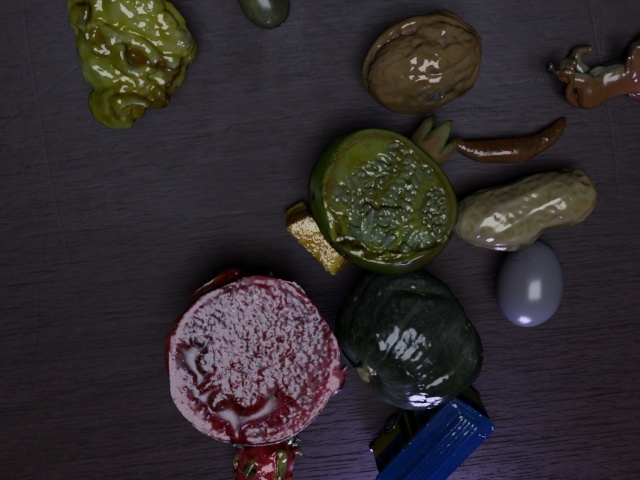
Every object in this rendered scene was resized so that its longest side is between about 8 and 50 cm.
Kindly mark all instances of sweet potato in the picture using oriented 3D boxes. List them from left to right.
[{"bbox_3d":[0.407,-0.201,1.602,0.255,0.058,0.078,-11,90,-4],"label":"sweet potato"}]

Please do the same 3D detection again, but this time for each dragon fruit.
[{"bbox_3d":[-0.148,0.244,1.639,0.386,0.249,0.371,16,93,-13],"label":"dragon fruit"},{"bbox_3d":[-0.121,0.529,1.792,0.166,0.160,0.172,19,110,15],"label":"dragon fruit"}]

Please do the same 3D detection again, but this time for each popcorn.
[{"bbox_3d":[-0.350,-0.365,1.436,0.225,0.174,0.286,-10,111,-7],"label":"popcorn"}]

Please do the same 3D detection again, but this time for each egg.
[{"bbox_3d":[0.463,0.095,1.665,0.146,0.146,0.199,8,103,-6],"label":"egg"}]

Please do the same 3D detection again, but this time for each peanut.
[{"bbox_3d":[0.432,-0.063,1.605,0.312,0.152,0.152,-19,110,1],"label":"peanut"}]

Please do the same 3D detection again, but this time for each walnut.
[{"bbox_3d":[0.197,-0.342,1.464,0.244,0.198,0.198,-15,111,10],"label":"walnut"}]

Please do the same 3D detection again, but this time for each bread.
[{"bbox_3d":[0.000,0.000,1.627,0.065,0.103,0.187,-39,103,9],"label":"bread"}]

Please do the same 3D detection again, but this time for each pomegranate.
[{"bbox_3d":[0.142,-0.095,1.549,0.309,0.216,0.358,39,70,6],"label":"pomegranate"}]

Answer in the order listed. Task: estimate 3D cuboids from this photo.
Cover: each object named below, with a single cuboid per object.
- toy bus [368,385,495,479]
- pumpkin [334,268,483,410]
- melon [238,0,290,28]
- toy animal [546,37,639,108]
[{"bbox_3d":[0.254,0.460,1.774,0.138,0.175,0.288,35,105,-16],"label":"toy bus"},{"bbox_3d":[0.182,0.210,1.628,0.257,0.291,0.328,-42,97,-18],"label":"pumpkin"},{"bbox_3d":[-0.112,-0.470,1.447,0.098,0.098,0.131,-30,108,8],"label":"melon"},{"bbox_3d":[0.612,-0.332,1.548,0.312,0.097,0.158,-12,117,3],"label":"toy animal"}]
